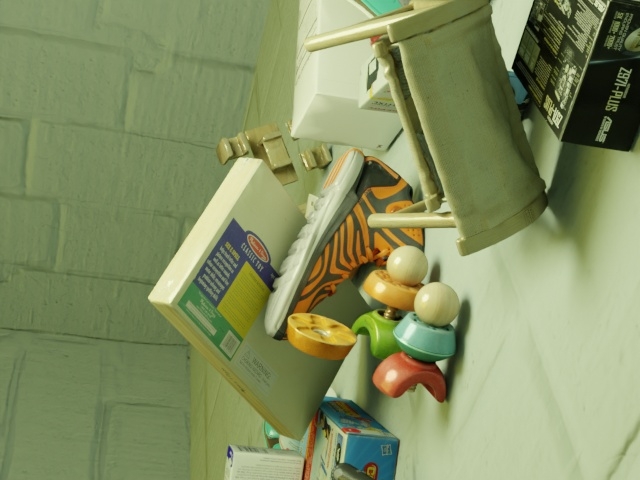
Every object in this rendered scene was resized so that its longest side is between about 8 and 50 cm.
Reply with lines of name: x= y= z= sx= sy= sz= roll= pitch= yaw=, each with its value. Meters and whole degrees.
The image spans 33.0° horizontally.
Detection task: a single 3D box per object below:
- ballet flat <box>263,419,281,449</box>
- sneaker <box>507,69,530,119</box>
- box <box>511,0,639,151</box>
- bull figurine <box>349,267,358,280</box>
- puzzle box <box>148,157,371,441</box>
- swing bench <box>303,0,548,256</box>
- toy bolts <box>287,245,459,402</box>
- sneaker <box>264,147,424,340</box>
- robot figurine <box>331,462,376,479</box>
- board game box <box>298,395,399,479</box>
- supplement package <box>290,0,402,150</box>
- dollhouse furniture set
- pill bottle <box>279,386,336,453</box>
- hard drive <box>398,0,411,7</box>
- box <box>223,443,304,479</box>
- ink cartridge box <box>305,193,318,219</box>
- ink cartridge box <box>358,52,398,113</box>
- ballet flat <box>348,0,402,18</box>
ballet flat: x=-0.079 y=0.432 z=2.259 sx=0.087 sy=0.083 sz=0.247 roll=91 pitch=178 yaw=-48
sneaker: x=0.206 y=-0.160 z=1.365 sx=0.188 sy=0.067 sz=0.078 roll=160 pitch=123 yaw=-73
box: x=0.269 y=-0.196 z=1.079 sx=0.180 sy=0.078 sz=0.147 roll=-102 pitch=23 yaw=-58
bull figurine: x=0.045 y=-0.009 z=1.922 sx=0.310 sy=0.101 sz=0.188 roll=125 pitch=154 yaw=-59
puzzle box: x=-0.078 y=0.099 z=1.699 sx=0.052 sy=0.409 sz=0.272 roll=10 pitch=58 yaw=39
swing bench: x=0.134 y=-0.141 z=1.222 sx=0.255 sy=0.165 sz=0.253 roll=18 pitch=129 yaw=67
toy bolts: x=0.090 y=0.100 z=1.484 sx=0.228 sy=0.218 sz=0.158 roll=40 pitch=117 yaw=54
sneaker: x=0.051 y=0.032 z=1.633 sx=0.321 sy=0.180 sz=0.124 roll=-62 pitch=11 yaw=-10
robot figurine: x=0.017 y=0.441 z=1.498 sx=0.278 sy=0.174 sz=0.209 roll=16 pitch=126 yaw=51
board game box: x=0.026 y=0.434 z=1.767 sx=0.302 sy=0.086 sz=0.308 roll=-163 pitch=81 yaw=-78
supplement package: x=0.059 y=-0.328 z=1.858 sx=0.175 sy=0.178 sz=0.292 roll=127 pitch=147 yaw=-65
dollhouse furniture set: x=-0.093 y=-0.131 z=2.363 sx=0.242 sy=0.212 sz=0.161 roll=69 pitch=162 yaw=5
pill bottle: x=-0.020 y=0.339 z=2.029 sx=0.160 sy=0.087 sz=0.087 roll=109 pitch=163 yaw=-44
hard drive: x=0.180 y=-0.411 z=1.495 sx=0.172 sy=0.054 sz=0.254 roll=62 pitch=147 yaw=18
box: x=-0.102 y=0.427 z=1.850 sx=0.072 sy=0.126 sz=0.137 roll=-176 pitch=94 yaw=-76
ink cartridge box: x=0.000 y=0.000 z=2.196 sx=0.104 sy=0.060 sz=0.180 roll=-146 pitch=64 yaw=-77
ink cartridge box: x=0.138 y=-0.238 z=1.573 sx=0.175 sy=0.128 sz=0.072 roll=149 pitch=125 yaw=-75
ballet flat: x=0.036 y=-0.455 z=1.685 sx=0.139 sy=0.400 sz=0.139 roll=-47 pitch=3 yaw=3
